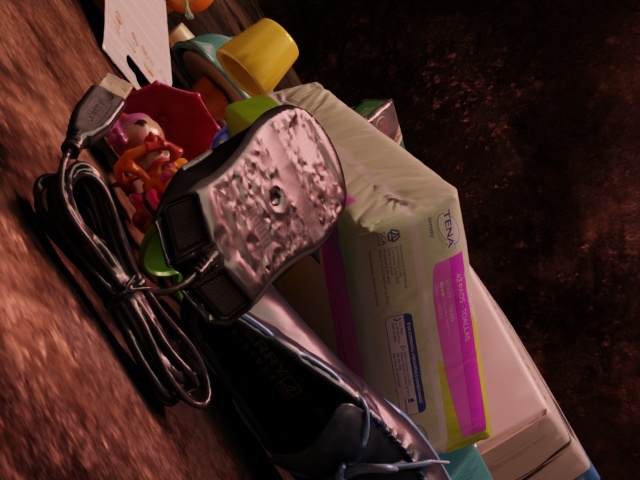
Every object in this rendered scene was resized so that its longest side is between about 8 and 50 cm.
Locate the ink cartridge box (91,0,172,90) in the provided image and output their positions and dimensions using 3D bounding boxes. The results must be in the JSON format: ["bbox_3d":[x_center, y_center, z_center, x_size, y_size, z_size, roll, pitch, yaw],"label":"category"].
[{"bbox_3d":[-0.188,-0.201,1.567,0.145,0.045,0.179,53,27,-52],"label":"ink cartridge box"}]

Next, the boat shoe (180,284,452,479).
[{"bbox_3d":[-0.010,0.132,1.130,0.258,0.109,0.089,42,15,-8],"label":"boat shoe"}]

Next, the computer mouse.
[{"bbox_3d":[-0.086,-0.031,1.034,0.184,0.060,0.262,59,38,-19],"label":"computer mouse"}]

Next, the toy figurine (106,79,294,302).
[{"bbox_3d":[-0.107,-0.048,1.201,0.159,0.130,0.173,47,24,28],"label":"toy figurine"}]

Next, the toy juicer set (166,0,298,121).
[{"bbox_3d":[-0.130,-0.191,1.791,0.209,0.089,0.329,43,-13,6],"label":"toy juicer set"}]

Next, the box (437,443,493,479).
[{"bbox_3d":[0.106,0.220,1.490,0.100,0.060,0.244,34,-13,28],"label":"box"}]

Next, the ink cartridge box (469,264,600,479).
[{"bbox_3d":[0.214,0.205,2.255,0.285,0.166,0.395,62,7,27],"label":"ink cartridge box"}]

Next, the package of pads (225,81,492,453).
[{"bbox_3d":[0.029,0.024,1.350,0.296,0.101,0.229,-134,-151,-58],"label":"package of pads"}]

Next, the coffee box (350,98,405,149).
[{"bbox_3d":[0.047,-0.026,1.541,0.113,0.040,0.184,-40,124,-46],"label":"coffee box"}]

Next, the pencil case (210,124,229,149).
[{"bbox_3d":[0.000,0.000,1.617,0.306,0.133,0.119,56,1,-40],"label":"pencil case"}]
